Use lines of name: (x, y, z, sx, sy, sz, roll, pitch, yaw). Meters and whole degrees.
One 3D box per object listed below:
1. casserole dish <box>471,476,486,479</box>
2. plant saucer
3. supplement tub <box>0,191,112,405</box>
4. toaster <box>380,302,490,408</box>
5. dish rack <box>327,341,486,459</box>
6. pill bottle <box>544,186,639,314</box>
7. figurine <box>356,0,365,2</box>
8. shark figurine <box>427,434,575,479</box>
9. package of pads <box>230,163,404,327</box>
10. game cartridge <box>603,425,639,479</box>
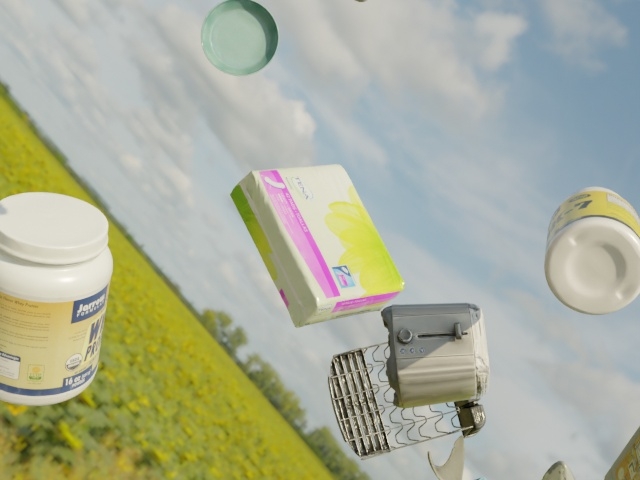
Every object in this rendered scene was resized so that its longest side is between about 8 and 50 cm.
casserole dish: (0.133, 0.289, 1.003, 0.188, 0.037, 0.114, 4, 82, -73)
plant saucer: (-0.123, -0.309, 1.617, 0.119, 0.119, 0.021, 49, -3, -3)
supplement tub: (-0.482, 0.099, 1.826, 0.228, 0.228, 0.316, 41, -52, 42)
toaster: (0.170, 0.172, 1.557, 0.227, 0.146, 0.129, 73, 13, -64)
dish rack: (0.148, 0.266, 1.859, 0.074, 0.271, 0.208, 127, -51, -70)
pill bottle: (0.341, 0.005, 1.318, 0.119, 0.119, 0.208, 49, 21, -3)
figurine: (0.026, -0.429, 1.266, 0.215, 0.092, 0.210, 92, -5, -52)
shark figurine: (0.263, 0.339, 1.375, 0.278, 0.116, 0.166, -9, -80, 60)
package of pads: (0.000, 0.000, 1.921, 0.101, 0.229, 0.297, -47, -118, 41)
game cartridge: (0.596, 0.455, 1.919, 0.297, 0.062, 0.198, 102, -6, -48)
